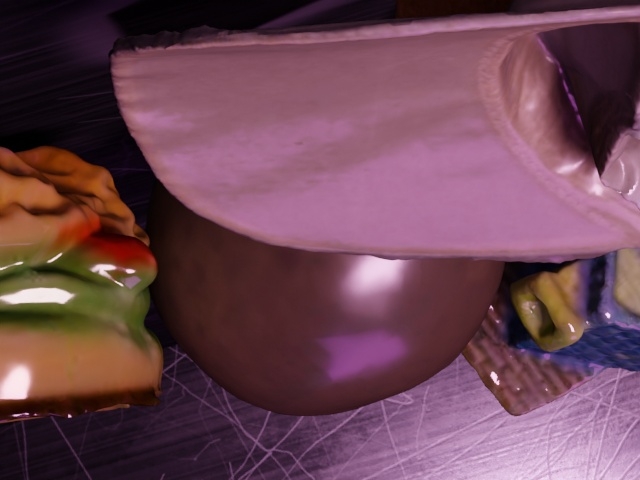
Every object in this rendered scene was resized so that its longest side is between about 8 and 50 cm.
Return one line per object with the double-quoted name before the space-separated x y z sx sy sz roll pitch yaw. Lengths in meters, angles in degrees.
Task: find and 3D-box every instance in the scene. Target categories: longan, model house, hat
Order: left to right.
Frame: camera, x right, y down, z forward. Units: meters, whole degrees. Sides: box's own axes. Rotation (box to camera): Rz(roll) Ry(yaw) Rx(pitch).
"longan" 0.000 0.000 0.924 0.197 0.196 0.220 -11 -175 -39
"hat" 0.069 -0.079 0.516 0.245 0.149 0.214 12 162 1
"model house" 0.162 -0.008 0.995 0.189 0.195 0.214 -39 -171 -22

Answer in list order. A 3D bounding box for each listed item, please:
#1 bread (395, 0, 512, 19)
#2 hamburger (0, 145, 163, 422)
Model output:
"bread" 0.157 -0.110 0.716 0.139 0.077 0.271 20 -160 41
"hamburger" -0.188 0.025 0.853 0.237 0.148 0.237 -7 174 -1
